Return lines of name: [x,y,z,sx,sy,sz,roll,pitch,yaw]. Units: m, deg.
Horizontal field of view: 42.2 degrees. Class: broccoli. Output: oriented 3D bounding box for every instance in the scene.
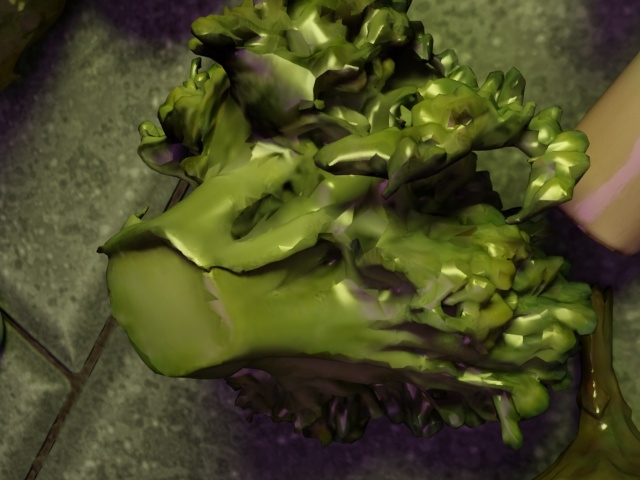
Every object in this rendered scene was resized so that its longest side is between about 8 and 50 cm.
broccoli: [0.012,-0.007,0.561,0.324,0.272,0.334,-16,97,11]

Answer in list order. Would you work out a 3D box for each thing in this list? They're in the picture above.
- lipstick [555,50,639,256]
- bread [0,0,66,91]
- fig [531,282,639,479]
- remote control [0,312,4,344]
lipstick: [0.265,-0.136,0.491,0.087,0.087,0.326,42,116,12]
bread: [-0.349,-0.249,0.638,0.211,0.316,0.270,-25,84,25]
fig: [0.214,0.207,0.548,0.286,0.286,0.368,-4,69,26]
remote control: [-0.432,0.045,0.887,0.244,0.047,0.087,35,117,14]
